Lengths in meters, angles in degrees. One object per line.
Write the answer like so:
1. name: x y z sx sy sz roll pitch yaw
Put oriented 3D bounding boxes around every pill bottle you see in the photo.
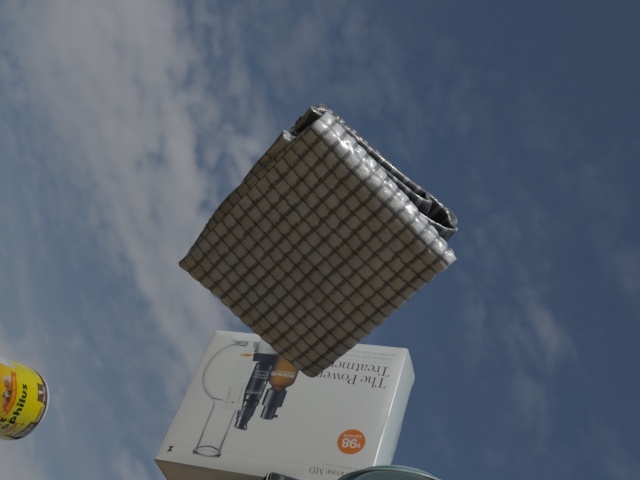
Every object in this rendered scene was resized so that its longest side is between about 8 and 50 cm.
1. pill bottle: -0.495 0.220 1.263 0.117 0.117 0.215 57 1 24

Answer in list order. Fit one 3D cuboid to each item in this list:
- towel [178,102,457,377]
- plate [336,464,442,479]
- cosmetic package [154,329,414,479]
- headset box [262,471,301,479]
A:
1. towel: 0.000 0.000 1.043 0.235 0.121 0.284 44 -59 -2
2. plate: 0.111 0.361 1.256 0.188 0.188 0.024 127 -21 -50
3. cosmetic package: -0.054 0.303 1.492 0.377 0.284 0.097 3 -42 20
4. headset box: -0.007 0.422 1.062 0.131 0.246 0.283 -81 -163 -44
